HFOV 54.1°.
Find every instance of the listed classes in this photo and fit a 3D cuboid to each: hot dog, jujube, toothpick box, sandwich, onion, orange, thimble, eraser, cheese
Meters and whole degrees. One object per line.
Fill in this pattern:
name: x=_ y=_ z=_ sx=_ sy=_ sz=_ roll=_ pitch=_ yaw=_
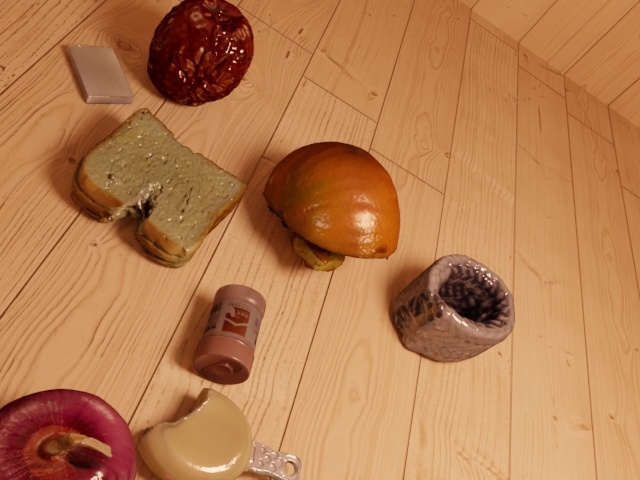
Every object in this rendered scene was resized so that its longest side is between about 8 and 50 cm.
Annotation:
hot dog: x=0.000 y=0.006 z=1.338 sx=0.123 sy=0.093 sz=0.261 roll=30 pitch=29 yaw=0
jujube: x=-0.263 y=-0.407 z=1.377 sx=0.212 sy=0.232 sz=0.213 roll=21 pitch=48 yaw=-26
toothpick box: x=-0.156 y=0.164 z=1.098 sx=0.098 sy=0.098 sz=0.149 roll=26 pitch=45 yaw=-16
sandwich: x=-0.313 y=-0.097 z=1.199 sx=0.273 sy=0.095 sz=0.249 roll=37 pitch=47 yaw=-6
onion: x=-0.358 y=0.286 z=0.820 sx=0.207 sy=0.201 sz=0.201 roll=-32 pitch=76 yaw=-12
orange: x=0.032 y=-0.079 z=1.312 sx=0.274 sy=0.274 sz=0.310 roll=2 pitch=62 yaw=-34
thimble: x=0.291 y=0.154 z=1.376 sx=0.245 sy=0.157 sz=0.217 roll=-2 pitch=56 yaw=-37
eraser: x=-0.471 y=-0.356 z=1.342 sx=0.103 sy=0.023 sz=0.150 roll=-9 pitch=63 yaw=-39
cheese: x=-0.152 y=0.342 z=0.981 sx=0.248 sy=0.071 sz=0.163 roll=40 pitch=44 yaw=-3
